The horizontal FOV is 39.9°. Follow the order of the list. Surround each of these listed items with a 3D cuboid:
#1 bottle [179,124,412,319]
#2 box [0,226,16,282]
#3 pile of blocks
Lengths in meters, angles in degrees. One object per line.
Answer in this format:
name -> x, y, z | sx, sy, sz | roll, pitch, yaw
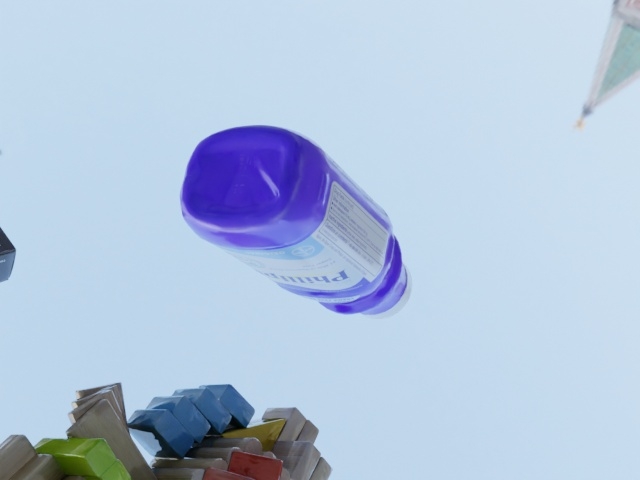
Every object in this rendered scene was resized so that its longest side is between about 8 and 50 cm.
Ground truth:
bottle -> 0.000, 0.000, 0.743 | 0.118, 0.283, 0.092 | 3, -108, 27
box -> -0.470, -0.006, 0.922 | 0.231, 0.056, 0.183 | -22, -118, -44
pile of blocks -> -0.113, 0.181, 0.709 | 0.362, 0.113, 0.148 | -10, -91, -49
